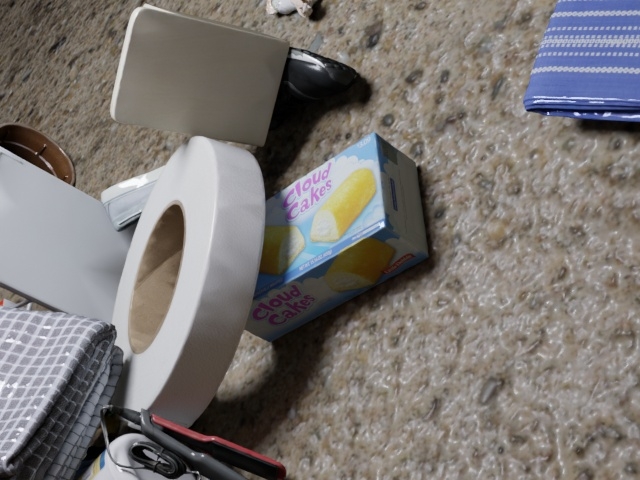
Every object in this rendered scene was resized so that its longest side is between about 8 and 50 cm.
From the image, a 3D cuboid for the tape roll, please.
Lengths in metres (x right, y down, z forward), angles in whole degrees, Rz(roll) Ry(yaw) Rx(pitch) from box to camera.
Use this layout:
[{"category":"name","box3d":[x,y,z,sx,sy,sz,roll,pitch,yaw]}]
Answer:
[{"category":"tape roll","box3d":[-0.184,0.057,1.464,0.392,0.072,0.391,-47,34,46]}]

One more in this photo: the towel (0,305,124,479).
[{"category":"towel","box3d":[-0.403,0.203,1.382,0.235,0.121,0.283,6,43,15]}]

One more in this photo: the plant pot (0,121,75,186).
[{"category":"plant pot","box3d":[-0.559,-0.098,2.024,0.165,0.167,0.167,-45,38,28]}]

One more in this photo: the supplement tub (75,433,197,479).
[{"category":"supplement tub","box3d":[-0.256,0.351,1.375,0.199,0.144,0.144,-46,39,13]}]

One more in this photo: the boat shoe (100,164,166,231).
[{"category":"boat shoe","box3d":[-0.222,-0.072,1.696,0.228,0.079,0.081,-19,89,15]}]

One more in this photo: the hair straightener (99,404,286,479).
[{"category":"hair straightener","box3d":[-0.160,0.254,1.293,0.047,0.231,0.089,106,-169,-49]}]

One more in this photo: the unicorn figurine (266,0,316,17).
[{"category":"unicorn figurine","box3d":[-0.033,-0.386,1.736,0.162,0.060,0.111,-17,51,60]}]

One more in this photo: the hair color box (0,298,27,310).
[{"category":"hair color box","box3d":[-0.486,0.185,1.785,0.053,0.093,0.167,-38,41,25]}]

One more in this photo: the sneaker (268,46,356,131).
[{"category":"sneaker","box3d":[-0.053,-0.208,1.611,0.283,0.107,0.124,16,91,54]}]

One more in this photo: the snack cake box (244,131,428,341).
[{"category":"snack cake box","box3d":[0.000,0.000,1.392,0.264,0.089,0.152,-31,46,30]}]

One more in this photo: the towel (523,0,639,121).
[{"category":"towel","box3d":[0.373,-0.273,1.201,0.243,0.040,0.335,9,69,40]}]

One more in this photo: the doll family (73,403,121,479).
[{"category":"doll family","box3d":[-0.296,0.271,1.526,0.111,0.076,0.193,-14,49,-11]}]

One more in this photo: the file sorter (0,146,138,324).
[{"category":"file sorter","box3d":[-0.446,0.023,1.708,0.173,0.278,0.192,-18,52,41]}]

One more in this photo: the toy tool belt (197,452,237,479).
[{"category":"toy tool belt","box3d":[-0.122,0.297,1.355,0.052,0.051,0.083,-36,31,36]}]

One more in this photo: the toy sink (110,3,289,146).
[{"category":"toy sink","box3d":[-0.185,-0.229,1.514,0.131,0.234,0.152,31,110,52]}]
